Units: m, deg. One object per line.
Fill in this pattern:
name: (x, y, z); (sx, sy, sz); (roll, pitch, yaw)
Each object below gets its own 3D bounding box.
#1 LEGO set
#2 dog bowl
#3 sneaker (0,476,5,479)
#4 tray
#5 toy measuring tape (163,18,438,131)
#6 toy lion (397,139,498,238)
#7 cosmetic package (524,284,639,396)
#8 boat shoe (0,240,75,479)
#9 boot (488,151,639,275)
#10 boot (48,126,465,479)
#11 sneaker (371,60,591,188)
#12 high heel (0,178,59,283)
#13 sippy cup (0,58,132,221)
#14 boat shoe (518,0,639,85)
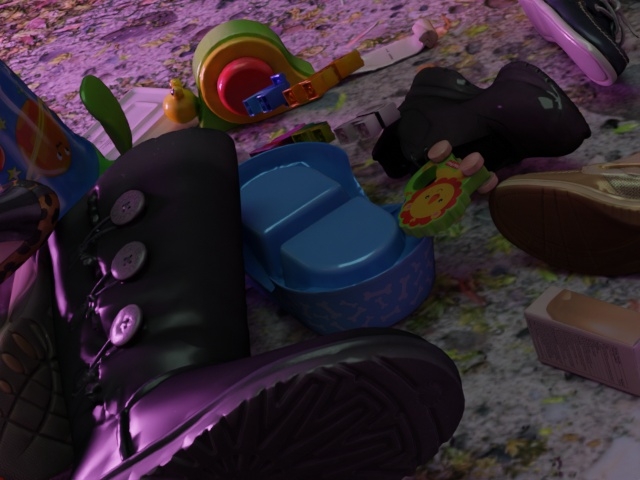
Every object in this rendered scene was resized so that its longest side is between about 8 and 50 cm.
LEGO set: (0.004, -0.149, 1.738); (0.093, 0.087, 0.227); (-35, 14, -31)
dog bowl: (0.000, 0.000, 1.595); (0.166, 0.074, 0.297); (-33, 34, -18)
sneaker: (-0.293, 0.228, 1.365); (0.161, 0.075, 0.057); (11, 17, -14)
tray: (-0.247, -0.108, 1.937); (0.145, 0.030, 0.270); (7, 42, 38)
toy measuring tape: (-0.032, -0.220, 1.899); (0.330, 0.121, 0.121); (-21, 32, 0)
toy lion: (0.107, -0.042, 1.496); (0.096, 0.034, 0.100); (-42, 26, -8)
cosmetic package: (0.229, 0.083, 1.355); (0.115, 0.060, 0.041); (19, 50, 44)
boat shoe: (-0.292, 0.135, 1.539); (0.130, 0.132, 0.355); (-32, 21, 17)
boot: (0.303, -0.065, 1.493); (0.262, 0.095, 0.203); (3, 40, 30)
boot: (-0.078, 0.056, 1.428); (0.367, 0.146, 0.445); (-26, 34, 13)
sneaker: (0.155, -0.099, 1.621); (0.130, 0.109, 0.286); (-50, 22, -17)
high heel: (-0.357, 0.048, 1.582); (0.261, 0.093, 0.186); (-45, -7, 25)
sippy cup: (-0.376, -0.090, 1.770); (0.305, 0.224, 0.240); (-41, 40, -11)
boat shoe: (0.283, -0.240, 1.771); (0.079, 0.095, 0.254); (-33, 23, 3)
